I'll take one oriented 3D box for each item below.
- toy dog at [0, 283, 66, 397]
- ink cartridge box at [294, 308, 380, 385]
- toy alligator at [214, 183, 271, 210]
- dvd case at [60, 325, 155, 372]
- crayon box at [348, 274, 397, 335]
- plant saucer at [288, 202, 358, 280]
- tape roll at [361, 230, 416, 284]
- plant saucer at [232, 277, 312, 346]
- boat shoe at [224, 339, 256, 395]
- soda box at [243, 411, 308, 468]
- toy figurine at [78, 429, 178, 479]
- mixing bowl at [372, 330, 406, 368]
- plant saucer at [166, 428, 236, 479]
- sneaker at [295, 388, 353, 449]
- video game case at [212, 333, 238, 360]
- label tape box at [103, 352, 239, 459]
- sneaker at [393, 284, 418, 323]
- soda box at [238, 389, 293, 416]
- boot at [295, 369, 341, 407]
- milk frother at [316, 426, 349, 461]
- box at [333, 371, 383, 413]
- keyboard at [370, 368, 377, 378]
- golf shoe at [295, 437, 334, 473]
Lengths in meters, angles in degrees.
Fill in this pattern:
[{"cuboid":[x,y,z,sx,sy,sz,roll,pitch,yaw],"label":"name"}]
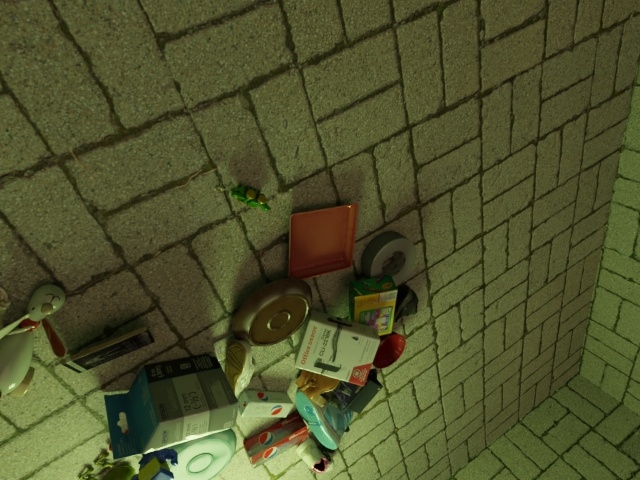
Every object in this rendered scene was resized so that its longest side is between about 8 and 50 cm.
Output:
[{"cuboid":[-0.762,0.279,1.052,0.220,0.161,0.333,6,112,-35],"label":"toy dog"},{"cuboid":[0.058,0.396,1.575,0.273,0.114,0.196,17,99,-3],"label":"ink cartridge box"},{"cuboid":[-0.221,-0.140,1.238,0.190,0.056,0.051,23,60,-38],"label":"toy alligator"},{"cuboid":[-0.597,0.313,1.210,0.221,0.018,0.164,-21,162,-22],"label":"dvd case"},{"cuboid":[0.198,0.267,1.650,0.166,0.081,0.278,-9,133,-8],"label":"crayon box"},{"cuboid":[0.000,0.000,1.456,0.259,0.048,0.258,-12,121,-28],"label":"plant saucer"},{"cuboid":[0.266,0.076,1.651,0.219,0.072,0.219,-15,122,-25],"label":"tape roll"},{"cuboid":[-0.151,0.265,1.469,0.311,0.050,0.310,-23,136,-24],"label":"plant saucer"},{"cuboid":[-0.274,0.435,1.492,0.096,0.098,0.277,-21,143,-40],"label":"boat shoe"},{"cuboid":[-0.185,0.840,1.782,0.264,0.083,0.092,-21,125,-23],"label":"soda box"},{"cuboid":[-0.596,0.772,1.396,0.363,0.217,0.191,-41,130,-7],"label":"toy figurine"},{"cuboid":[0.272,0.457,1.850,0.182,0.098,0.181,-14,122,-25],"label":"mixing bowl"},{"cuboid":[-0.470,0.848,1.634,0.318,0.044,0.317,-15,122,-26],"label":"plant saucer"},{"cuboid":[0.026,0.716,1.841,0.208,0.127,0.318,-42,114,-42],"label":"sneaker"},{"cuboid":[-0.310,0.365,1.485,0.122,0.011,0.087,-22,125,-21],"label":"video game case"},{"cuboid":[-0.461,0.492,1.304,0.348,0.249,0.115,-1,116,-32],"label":"label tape box"},{"cuboid":[0.341,0.313,1.821,0.130,0.087,0.227,38,87,-34],"label":"sneaker"},{"cuboid":[-0.216,0.642,1.662,0.216,0.069,0.073,20,104,-38],"label":"soda box"},{"cuboid":[0.001,0.551,1.704,0.197,0.152,0.073,-53,162,-3],"label":"boot"},{"cuboid":[0.060,0.918,1.943,0.129,0.143,0.134,25,103,-32],"label":"milk frother"},{"cuboid":[0.129,0.580,1.755,0.153,0.207,0.108,-51,132,2],"label":"box"},{"cuboid":[0.178,0.657,1.954,0.192,0.038,0.100,-6,95,-29],"label":"keyboard"},{"cuboid":[-0.006,1.040,1.974,0.115,0.140,0.306,-42,131,-8],"label":"golf shoe"}]
